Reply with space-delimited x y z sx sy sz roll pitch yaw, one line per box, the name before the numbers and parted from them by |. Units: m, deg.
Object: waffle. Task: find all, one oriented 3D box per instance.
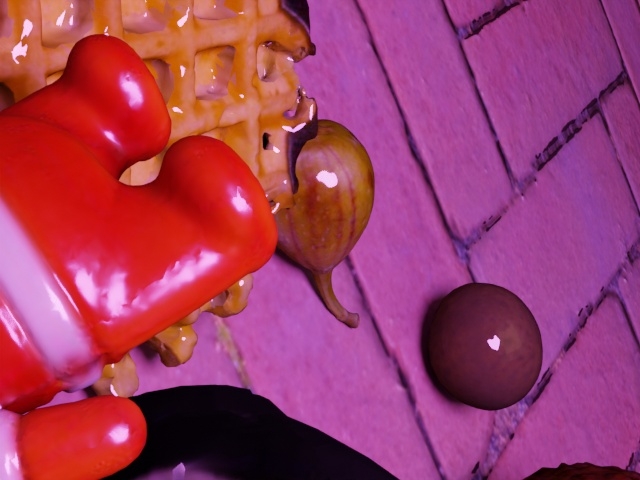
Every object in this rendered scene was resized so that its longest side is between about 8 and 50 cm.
waffle | -0.100 -0.077 0.548 0.307 0.060 0.312 -51 137 -24

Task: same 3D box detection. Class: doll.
doll | -0.182 0.043 0.350 0.336 0.200 0.105 -32 145 -17

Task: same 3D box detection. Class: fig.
fig | 0.010 -0.005 0.743 0.093 0.093 0.166 -43 112 -52

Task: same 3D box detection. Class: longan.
longan | 0.135 0.086 0.875 0.113 0.092 0.113 62 11 -21

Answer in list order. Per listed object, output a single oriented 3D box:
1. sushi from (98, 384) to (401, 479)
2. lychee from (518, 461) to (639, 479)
sushi | -0.020 0.243 0.422 0.285 0.328 0.328 27 40 -63
lychee | 0.191 0.283 0.746 0.261 0.261 0.260 27 55 -46
